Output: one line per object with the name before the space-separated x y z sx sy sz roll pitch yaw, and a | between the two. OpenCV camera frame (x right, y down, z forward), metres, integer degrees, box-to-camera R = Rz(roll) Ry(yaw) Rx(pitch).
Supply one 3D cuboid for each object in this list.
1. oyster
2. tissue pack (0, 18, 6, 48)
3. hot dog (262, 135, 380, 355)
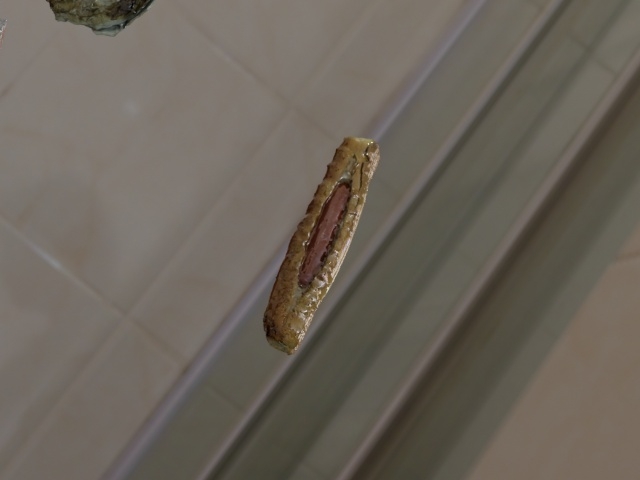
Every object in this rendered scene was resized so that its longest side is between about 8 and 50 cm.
oyster | -0.232 -0.274 1.666 0.177 0.125 0.064 41 -1 37
tissue pack | -0.476 -0.225 2.055 0.115 0.065 0.155 13 -47 -11
hot dog | 0.000 0.000 1.918 0.068 0.289 0.083 22 -20 -2
